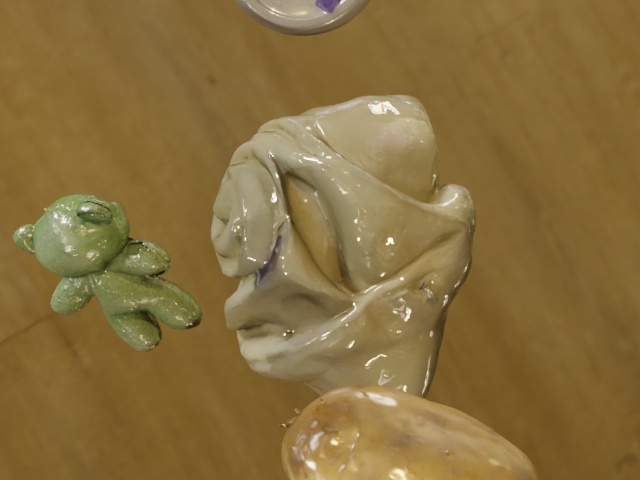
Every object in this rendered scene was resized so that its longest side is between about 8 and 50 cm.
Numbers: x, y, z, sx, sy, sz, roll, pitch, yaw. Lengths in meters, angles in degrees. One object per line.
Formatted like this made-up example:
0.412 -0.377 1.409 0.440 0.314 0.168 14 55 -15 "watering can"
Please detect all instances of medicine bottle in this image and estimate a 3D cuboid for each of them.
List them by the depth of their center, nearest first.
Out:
-0.008 -0.251 1.546 0.135 0.135 0.215 48 14 -9 "medicine bottle"

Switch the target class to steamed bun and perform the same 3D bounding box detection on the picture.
0.000 0.000 2.106 0.255 0.342 0.368 10 111 -30 "steamed bun"

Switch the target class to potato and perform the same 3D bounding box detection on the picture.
0.080 0.210 1.683 0.234 0.128 0.161 -1 48 -16 "potato"

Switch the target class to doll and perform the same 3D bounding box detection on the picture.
-0.158 0.022 1.413 0.150 0.115 0.077 52 34 -28 "doll"
